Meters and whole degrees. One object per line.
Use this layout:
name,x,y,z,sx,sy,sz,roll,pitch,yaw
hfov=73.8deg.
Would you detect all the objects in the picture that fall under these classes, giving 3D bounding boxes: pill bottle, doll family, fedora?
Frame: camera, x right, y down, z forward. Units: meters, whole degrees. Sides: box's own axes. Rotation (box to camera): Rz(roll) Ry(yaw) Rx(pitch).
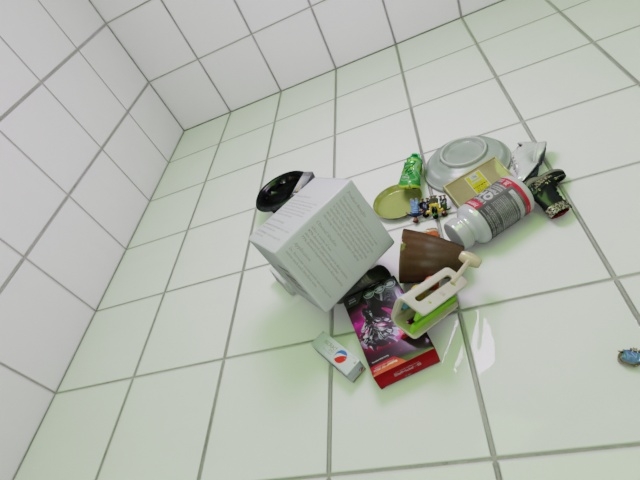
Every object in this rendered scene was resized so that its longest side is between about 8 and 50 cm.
pill bottle,0.651,-0.099,1.667,0.318,0.176,0.176,-34,40,-4
doll family,0.477,-0.138,1.888,0.192,0.076,0.112,-7,85,35
fedora,-0.184,-0.232,2.337,0.333,0.153,0.334,-20,41,18

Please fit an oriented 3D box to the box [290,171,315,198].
box,-0.053,-0.206,2.170,0.056,0.231,0.183,2,51,29

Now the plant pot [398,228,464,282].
plant pot,0.428,0.069,1.636,0.230,0.215,0.215,5,50,16

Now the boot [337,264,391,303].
boot,0.166,0.185,1.731,0.208,0.189,0.076,-47,60,34

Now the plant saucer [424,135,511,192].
plant saucer,0.679,-0.389,2.008,0.400,0.101,0.401,-17,41,16

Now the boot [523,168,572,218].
boot,0.915,-0.181,1.667,0.236,0.085,0.179,-18,58,-23

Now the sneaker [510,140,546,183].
sneaker,0.864,-0.320,1.808,0.129,0.111,0.297,16,49,27

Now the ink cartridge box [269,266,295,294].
ink cartridge box,-0.106,0.123,1.973,0.219,0.093,0.160,-41,40,-12

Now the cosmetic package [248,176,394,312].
cosmetic package,0.000,0.000,1.677,0.393,0.329,0.327,-44,24,-13

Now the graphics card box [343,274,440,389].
graphics card box,0.246,0.320,1.554,0.232,0.094,0.371,-27,39,5

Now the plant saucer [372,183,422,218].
plant saucer,0.370,-0.180,2.033,0.240,0.037,0.241,-16,43,16

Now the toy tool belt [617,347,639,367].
toy tool belt,0.879,0.325,1.189,0.083,0.051,0.052,1,50,32

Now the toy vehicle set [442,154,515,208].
toy vehicle set,0.689,-0.235,1.838,0.266,0.035,0.166,-30,66,1

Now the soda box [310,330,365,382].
soda box,0.063,0.428,1.576,0.074,0.069,0.216,-45,41,-15

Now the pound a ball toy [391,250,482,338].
pound a ball toy,0.393,0.162,1.463,0.319,0.208,0.135,-25,48,-36

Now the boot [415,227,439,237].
boot,0.425,0.003,1.798,0.157,0.059,0.085,-17,47,15

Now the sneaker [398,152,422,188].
sneaker,0.430,-0.333,2.037,0.109,0.124,0.296,1,33,16
